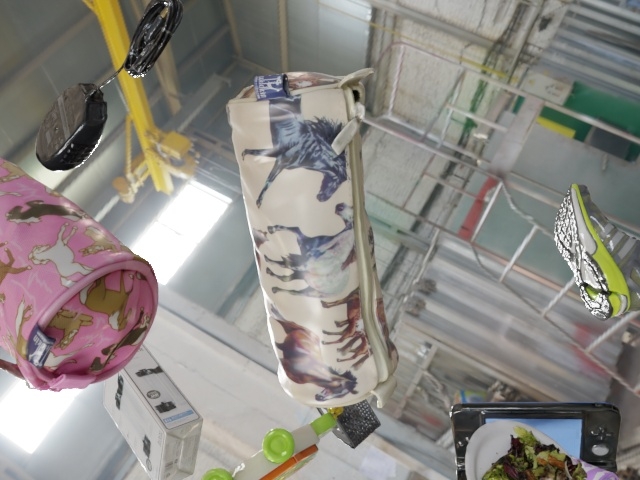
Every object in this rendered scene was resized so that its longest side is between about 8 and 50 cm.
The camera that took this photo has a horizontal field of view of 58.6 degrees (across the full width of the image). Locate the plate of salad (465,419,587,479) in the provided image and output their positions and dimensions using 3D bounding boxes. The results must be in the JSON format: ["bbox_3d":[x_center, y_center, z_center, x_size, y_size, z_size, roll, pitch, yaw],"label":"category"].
[{"bbox_3d":[0.292,0.330,0.774,0.200,0.199,0.048,-47,-17,-49],"label":"plate of salad"}]

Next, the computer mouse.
[{"bbox_3d":[-0.213,-0.151,0.581,0.242,0.071,0.041,-35,-30,26],"label":"computer mouse"}]

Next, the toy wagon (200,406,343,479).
[{"bbox_3d":[-0.091,0.414,1.059,0.344,0.068,0.267,-29,-22,-17],"label":"toy wagon"}]

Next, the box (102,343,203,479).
[{"bbox_3d":[-0.378,0.375,1.260,0.087,0.290,0.169,-10,-57,-42],"label":"box"}]

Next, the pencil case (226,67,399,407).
[{"bbox_3d":[0.000,0.000,0.711,0.159,0.183,0.411,-20,-73,-37],"label":"pencil case"}]

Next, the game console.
[{"bbox_3d":[0.391,0.434,1.028,0.173,0.292,0.250,-76,-24,-51],"label":"game console"}]

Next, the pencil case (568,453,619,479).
[{"bbox_3d":[0.367,0.378,0.903,0.088,0.086,0.206,-43,23,-23],"label":"pencil case"}]

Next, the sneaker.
[{"bbox_3d":[0.519,0.014,1.042,0.111,0.121,0.300,91,177,-51],"label":"sneaker"}]

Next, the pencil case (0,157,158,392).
[{"bbox_3d":[-0.366,0.008,0.647,0.167,0.386,0.160,-37,-31,-42],"label":"pencil case"}]

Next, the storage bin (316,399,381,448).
[{"bbox_3d":[0.042,0.368,1.301,0.084,0.180,0.122,-34,12,-20],"label":"storage bin"}]
